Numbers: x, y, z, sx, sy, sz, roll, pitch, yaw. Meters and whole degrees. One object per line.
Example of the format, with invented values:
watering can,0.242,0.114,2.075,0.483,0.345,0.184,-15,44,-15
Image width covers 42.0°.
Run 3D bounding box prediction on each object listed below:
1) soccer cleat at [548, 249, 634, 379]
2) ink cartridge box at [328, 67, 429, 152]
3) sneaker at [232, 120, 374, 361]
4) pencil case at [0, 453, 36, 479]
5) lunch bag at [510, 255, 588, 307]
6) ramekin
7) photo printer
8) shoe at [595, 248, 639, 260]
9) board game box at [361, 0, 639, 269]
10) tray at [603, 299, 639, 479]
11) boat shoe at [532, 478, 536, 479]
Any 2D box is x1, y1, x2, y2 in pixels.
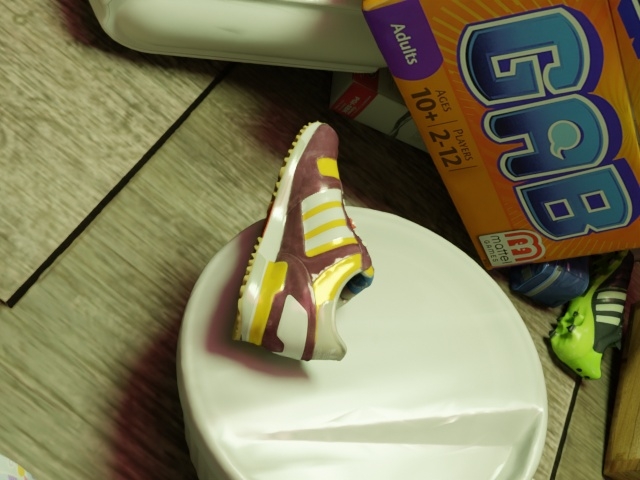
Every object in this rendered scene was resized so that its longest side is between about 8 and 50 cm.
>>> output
soccer cleat,0.310,0.079,0.926,0.072,0.060,0.179,50,54,-11
ink cartridge box,0.082,-0.168,0.916,0.135,0.056,0.099,21,54,-22
sneaker,0.000,0.000,0.583,0.083,0.070,0.186,18,59,-2
pencil case,-0.242,0.233,0.426,0.124,0.113,0.273,11,56,-4
lunch bag,0.246,0.015,0.907,0.065,0.067,0.099,26,51,-19
ramekin,0.020,0.117,0.624,0.272,0.127,0.273,10,50,-12
photo printer,-0.083,-0.292,0.819,0.307,0.107,0.256,1,61,-19
shoe,0.381,-0.022,1.027,0.177,0.063,0.081,3,60,-38
board game box,0.281,-0.238,0.794,0.357,0.356,0.356,55,34,-44
tray,0.502,0.241,0.922,0.410,0.076,0.203,29,62,-15
boat shoe,0.159,0.229,0.711,0.258,0.084,0.095,51,49,2
